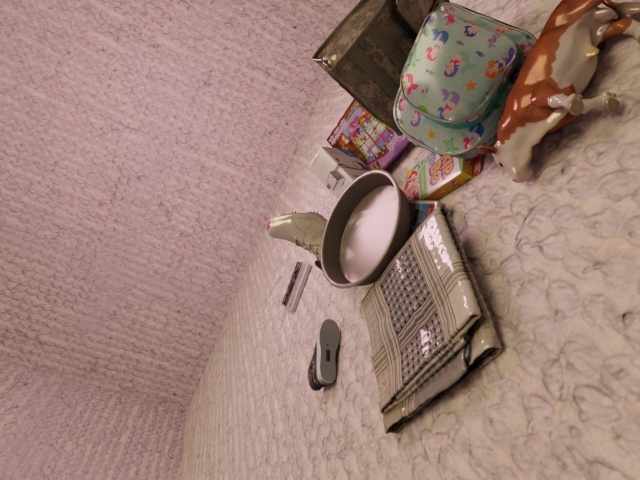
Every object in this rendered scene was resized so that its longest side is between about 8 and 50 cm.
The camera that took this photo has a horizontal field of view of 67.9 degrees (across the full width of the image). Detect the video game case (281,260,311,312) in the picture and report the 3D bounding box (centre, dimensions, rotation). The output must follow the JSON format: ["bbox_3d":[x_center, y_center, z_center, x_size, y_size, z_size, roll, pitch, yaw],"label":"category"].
[{"bbox_3d":[-0.095,0.176,1.844,0.190,0.022,0.173,-70,16,-4],"label":"video game case"}]

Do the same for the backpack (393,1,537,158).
[{"bbox_3d":[0.258,-0.283,0.885,0.191,0.225,0.253,-15,-44,-52],"label":"backpack"}]

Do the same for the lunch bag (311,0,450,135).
[{"bbox_3d":[0.172,-0.416,1.022,0.287,0.235,0.169,-49,34,11],"label":"lunch bag"}]

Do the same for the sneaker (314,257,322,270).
[{"bbox_3d":[0.044,-0.006,1.411,0.097,0.135,0.276,126,161,-46],"label":"sneaker"}]

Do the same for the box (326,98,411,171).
[{"bbox_3d":[0.154,-0.313,1.355,0.057,0.201,0.293,-30,-12,-38],"label":"box"}]

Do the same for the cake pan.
[{"bbox_3d":[0.103,-0.022,1.114,0.293,0.054,0.293,-38,41,43],"label":"cake pan"}]

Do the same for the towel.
[{"bbox_3d":[0.170,0.141,0.868,0.312,0.056,0.324,-56,27,37],"label":"towel"}]

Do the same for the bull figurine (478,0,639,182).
[{"bbox_3d":[0.363,-0.239,0.719,0.310,0.101,0.188,-69,19,3],"label":"bull figurine"}]

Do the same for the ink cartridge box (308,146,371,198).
[{"bbox_3d":[0.082,-0.173,1.336,0.190,0.140,0.082,48,122,26],"label":"ink cartridge box"}]

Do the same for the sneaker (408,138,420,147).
[{"bbox_3d":[0.261,-0.348,1.176,0.118,0.110,0.292,-45,26,44],"label":"sneaker"}]

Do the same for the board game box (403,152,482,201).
[{"bbox_3d":[0.265,-0.151,1.055,0.259,0.039,0.124,-35,38,59],"label":"board game box"}]

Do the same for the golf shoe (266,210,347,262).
[{"bbox_3d":[0.000,0.000,1.278,0.115,0.306,0.140,73,-158,-67],"label":"golf shoe"}]

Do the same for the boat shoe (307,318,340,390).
[{"bbox_3d":[0.003,0.301,1.256,0.083,0.065,0.183,-50,25,45],"label":"boat shoe"}]

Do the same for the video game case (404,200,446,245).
[{"bbox_3d":[0.173,0.008,1.088,0.285,0.025,0.204,-164,89,-71],"label":"video game case"}]
